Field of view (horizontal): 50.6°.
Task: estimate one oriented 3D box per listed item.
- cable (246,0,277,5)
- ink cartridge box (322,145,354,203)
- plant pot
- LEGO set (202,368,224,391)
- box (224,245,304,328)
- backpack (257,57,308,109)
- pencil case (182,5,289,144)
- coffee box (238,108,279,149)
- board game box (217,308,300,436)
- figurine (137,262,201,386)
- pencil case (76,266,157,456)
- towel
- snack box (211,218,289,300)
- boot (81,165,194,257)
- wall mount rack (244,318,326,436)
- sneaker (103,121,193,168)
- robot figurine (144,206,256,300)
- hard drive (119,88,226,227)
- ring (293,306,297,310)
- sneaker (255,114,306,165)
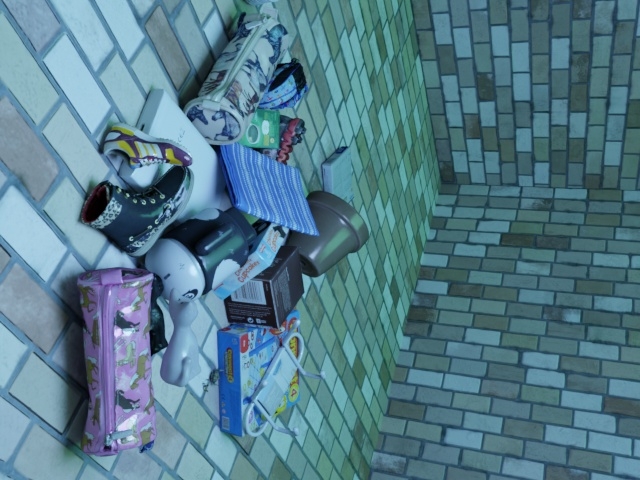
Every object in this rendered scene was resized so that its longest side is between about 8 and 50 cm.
[{"bbox_3d":[-0.169,-0.801,1.913,0.257,0.089,0.257,51,47,-60],"label":"cable"},{"bbox_3d":[0.071,-0.233,2.677,0.223,0.045,0.224,-49,139,-56],"label":"ink cartridge box"},{"bbox_3d":[0.000,0.000,2.323,0.229,0.263,0.263,-53,145,-25],"label":"plant pot"},{"bbox_3d":[-0.303,0.386,1.894,0.083,0.023,0.054,-16,107,-53],"label":"LEGO set"},{"bbox_3d":[-0.166,0.129,1.983,0.203,0.168,0.167,-52,140,-54],"label":"box"},{"bbox_3d":[-0.136,-0.439,1.974,0.173,0.158,0.117,-61,140,-42],"label":"backpack"},{"bbox_3d":[-0.213,-0.428,1.771,0.184,0.159,0.411,91,16,-53],"label":"pencil case"},{"bbox_3d":[-0.196,-0.318,1.914,0.184,0.040,0.113,-4,98,-44],"label":"coffee box"},{"bbox_3d":[-0.179,0.386,2.045,0.302,0.086,0.309,-17,110,-56],"label":"board game box"},{"bbox_3d":[-0.336,0.179,1.466,0.092,0.214,0.210,-18,123,-43],"label":"figurine"},{"bbox_3d":[-0.418,0.242,1.392,0.160,0.167,0.387,-5,99,-45],"label":"pencil case"},{"bbox_3d":[-0.140,-0.148,1.853,0.336,0.040,0.243,19,45,-49],"label":"towel"},{"bbox_3d":[-0.178,0.017,1.853,0.060,0.187,0.322,47,28,-14],"label":"snack box"},{"bbox_3d":[-0.384,-0.091,1.444,0.236,0.085,0.178,-56,149,-6],"label":"boot"},{"bbox_3d":[-0.105,0.394,1.960,0.350,0.130,0.304,-61,142,-34],"label":"wall mount rack"},{"bbox_3d":[-0.368,-0.180,1.445,0.069,0.185,0.084,129,-22,-64],"label":"sneaker"},{"bbox_3d":[-0.282,0.033,1.613,0.278,0.173,0.209,-38,140,-37],"label":"robot figurine"},{"bbox_3d":[-0.343,-0.167,1.654,0.353,0.047,0.233,54,45,-58],"label":"hard drive"},{"bbox_3d":[-0.149,0.347,2.253,0.336,0.032,0.337,3,90,-68],"label":"ring"},{"bbox_3d":[-0.154,-0.259,2.048,0.276,0.135,0.097,-65,173,9],"label":"sneaker"}]
